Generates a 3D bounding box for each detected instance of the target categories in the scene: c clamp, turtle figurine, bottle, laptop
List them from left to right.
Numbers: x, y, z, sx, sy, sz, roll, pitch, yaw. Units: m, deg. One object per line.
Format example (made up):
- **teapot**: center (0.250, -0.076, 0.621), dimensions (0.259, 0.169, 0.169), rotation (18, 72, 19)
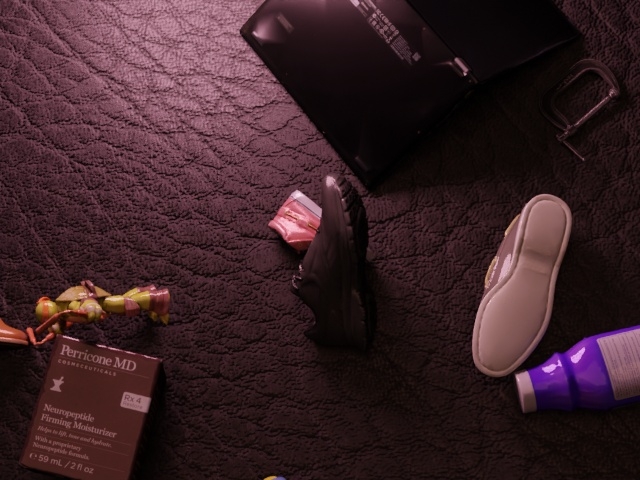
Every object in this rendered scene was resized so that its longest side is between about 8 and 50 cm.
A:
- **turtle figurine**: center (-0.360, 0.106, 1.887), dimensions (0.217, 0.269, 0.087), rotation (-4, 79, -26)
- **laptop**: center (0.152, -0.360, 2.075), dimensions (0.408, 0.236, 0.382), rotation (-44, 73, 20)
- **c clamp**: center (0.444, -0.226, 2.014), dimensions (0.137, 0.022, 0.161), rotation (42, 82, 19)
- **bottle**: center (0.441, 0.203, 1.845), dimensions (0.282, 0.092, 0.118), rotation (-14, 72, 0)

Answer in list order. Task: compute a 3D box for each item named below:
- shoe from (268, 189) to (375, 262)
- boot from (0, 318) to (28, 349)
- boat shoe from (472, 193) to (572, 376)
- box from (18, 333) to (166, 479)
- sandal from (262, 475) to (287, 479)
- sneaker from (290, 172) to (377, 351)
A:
- **shoe**: center (0.000, 0.000, 1.957), dimensions (0.178, 0.063, 0.081), rotation (38, 84, 16)
- **boot**: center (-0.553, 0.093, 1.962), dimensions (0.197, 0.073, 0.152), rotation (14, 71, 5)
- **boat shoe**: center (0.313, 0.077, 1.894), dimensions (0.109, 0.091, 0.305), rotation (23, 77, -2)
- **box**: center (-0.343, 0.271, 1.830), dimensions (0.168, 0.167, 0.203), rotation (14, 75, -1)
- **sandal**: center (-0.040, 0.509, 1.780), dimensions (0.138, 0.126, 0.317), rotation (-6, 81, -1)
- **sneaker**: center (0.013, 0.038, 1.878), dimensions (0.130, 0.109, 0.286), rotation (-2, 101, 16)
